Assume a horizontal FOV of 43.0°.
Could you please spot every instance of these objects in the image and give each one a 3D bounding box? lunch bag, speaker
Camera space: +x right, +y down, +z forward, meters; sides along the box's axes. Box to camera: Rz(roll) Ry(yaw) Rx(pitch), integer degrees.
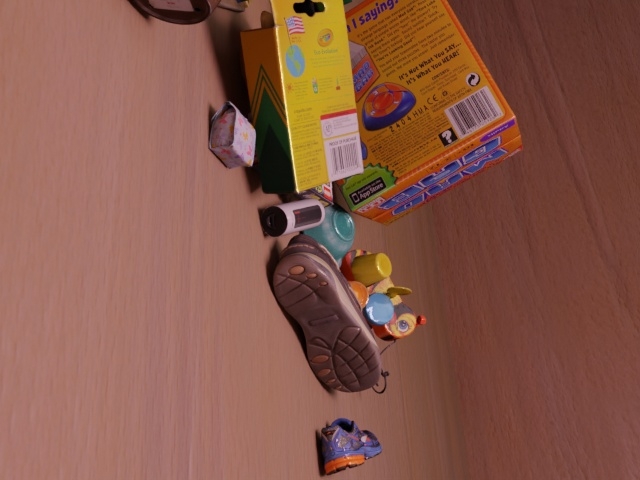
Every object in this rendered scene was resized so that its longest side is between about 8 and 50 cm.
[{"bbox_3d":[-0.135,-0.163,1.258,0.071,0.053,0.083,46,45,-59],"label":"lunch bag"},{"bbox_3d":[-0.047,-0.041,1.418,0.136,0.055,0.055,-16,94,-61],"label":"speaker"}]

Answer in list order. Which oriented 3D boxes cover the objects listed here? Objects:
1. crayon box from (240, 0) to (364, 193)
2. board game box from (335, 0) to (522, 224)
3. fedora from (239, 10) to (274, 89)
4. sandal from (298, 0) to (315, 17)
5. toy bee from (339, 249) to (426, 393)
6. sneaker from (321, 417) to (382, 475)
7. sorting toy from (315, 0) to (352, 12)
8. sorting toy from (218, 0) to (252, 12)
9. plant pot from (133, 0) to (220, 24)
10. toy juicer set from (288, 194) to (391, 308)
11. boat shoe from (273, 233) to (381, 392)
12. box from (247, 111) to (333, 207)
[{"bbox_3d":[-0.028,-0.252,1.370,0.202,0.081,0.319,-21,108,-50],"label":"crayon box"},{"bbox_3d":[0.176,-0.281,1.716,0.356,0.356,0.356,63,13,10],"label":"board game box"},{"bbox_3d":[-0.094,-0.309,1.460,0.194,0.079,0.194,-14,90,-74],"label":"fedora"},{"bbox_3d":[-0.030,-0.499,1.900,0.097,0.054,0.254,62,12,-59],"label":"sandal"},{"bbox_3d":[0.142,0.160,1.791,0.195,0.162,0.298,9,-72,59],"label":"toy bee"},{"bbox_3d":[0.055,0.365,1.491,0.221,0.083,0.087,27,44,-75],"label":"sneaker"},{"bbox_3d":[0.033,-0.622,1.967,0.365,0.126,0.127,-9,79,-82],"label":"sorting toy"},{"bbox_3d":[-0.156,-0.476,1.429,0.274,0.046,0.132,-38,115,-73],"label":"sorting toy"},{"bbox_3d":[-0.176,-0.414,1.077,0.215,0.215,0.230,46,50,-62],"label":"plant pot"},{"bbox_3d":[0.000,0.000,1.588,0.329,0.089,0.209,55,41,-19],"label":"toy juicer set"},{"bbox_3d":[0.027,0.131,1.465,0.130,0.132,0.355,-83,157,-49],"label":"boat shoe"},{"bbox_3d":[-0.052,-0.145,1.468,0.207,0.036,0.114,30,48,-49],"label":"box"}]
